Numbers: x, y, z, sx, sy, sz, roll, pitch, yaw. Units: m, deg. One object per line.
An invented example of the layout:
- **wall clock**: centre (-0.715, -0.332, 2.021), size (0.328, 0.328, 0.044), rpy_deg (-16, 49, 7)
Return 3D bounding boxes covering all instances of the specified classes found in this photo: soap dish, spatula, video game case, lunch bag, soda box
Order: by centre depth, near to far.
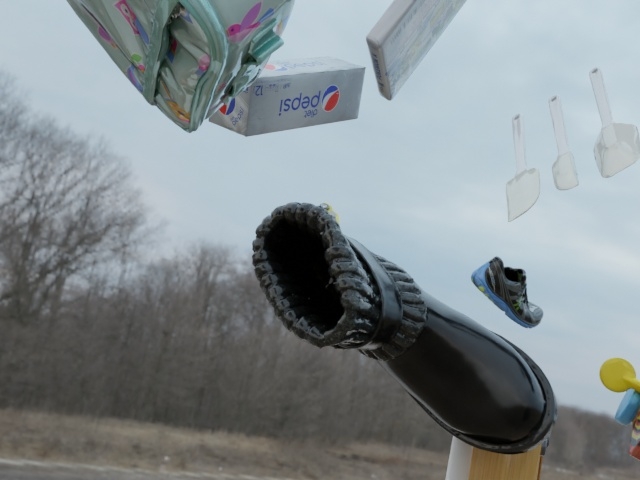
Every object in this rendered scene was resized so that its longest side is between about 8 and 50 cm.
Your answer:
- **lunch bag**: centre (-0.129, -0.210, 0.664), size (0.224, 0.108, 0.279), rpy_deg (52, -15, -2)
- **spatula**: centre (0.305, -0.127, 1.018), size (0.168, 0.242, 0.019), rpy_deg (-32, -65, 30)
- **soap dish**: centre (0.232, 0.367, 1.098), size (0.118, 0.290, 0.229), rpy_deg (7, -10, 18)
- **soda box**: centre (-0.050, -0.246, 1.366), size (0.091, 0.098, 0.286), rpy_deg (26, 29, 34)
- **video game case**: centre (0.204, -0.436, 1.493), size (0.036, 0.329, 0.300), rpy_deg (36, -1, 12)

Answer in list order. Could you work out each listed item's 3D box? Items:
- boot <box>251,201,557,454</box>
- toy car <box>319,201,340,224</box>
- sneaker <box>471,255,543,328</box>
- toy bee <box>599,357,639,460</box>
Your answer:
- **boot**: centre (0.092, 0.105, 0.911), size (0.348, 0.131, 0.260), rpy_deg (35, 0, 28)
- **toy car**: centre (0.000, 0.000, 1.735), size (0.053, 0.239, 0.225), rpy_deg (12, -20, 5)
- **sneaker**: centre (0.338, 0.091, 1.417), size (0.188, 0.078, 0.067), rpy_deg (38, 10, -34)
- **toy bee**: centre (0.526, 0.228, 1.268), size (0.195, 0.162, 0.298), rpy_deg (22, 15, -6)
